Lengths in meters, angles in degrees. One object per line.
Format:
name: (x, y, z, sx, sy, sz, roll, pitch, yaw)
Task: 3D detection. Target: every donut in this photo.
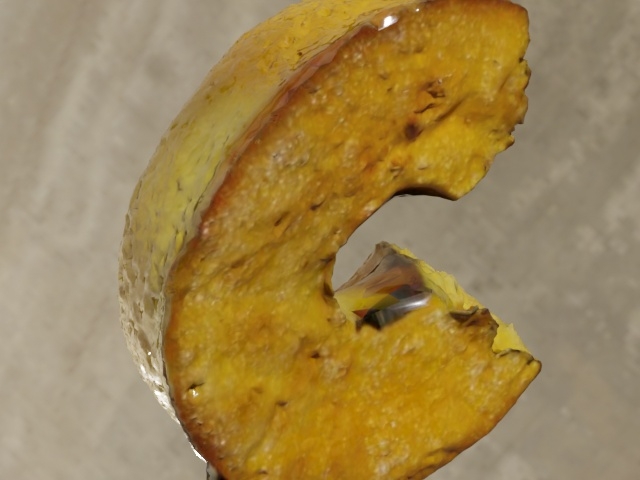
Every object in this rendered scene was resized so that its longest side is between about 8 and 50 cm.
donut: (0.000, 0.000, 1.462, 0.377, 0.163, 0.435, -17, -59, -32)
